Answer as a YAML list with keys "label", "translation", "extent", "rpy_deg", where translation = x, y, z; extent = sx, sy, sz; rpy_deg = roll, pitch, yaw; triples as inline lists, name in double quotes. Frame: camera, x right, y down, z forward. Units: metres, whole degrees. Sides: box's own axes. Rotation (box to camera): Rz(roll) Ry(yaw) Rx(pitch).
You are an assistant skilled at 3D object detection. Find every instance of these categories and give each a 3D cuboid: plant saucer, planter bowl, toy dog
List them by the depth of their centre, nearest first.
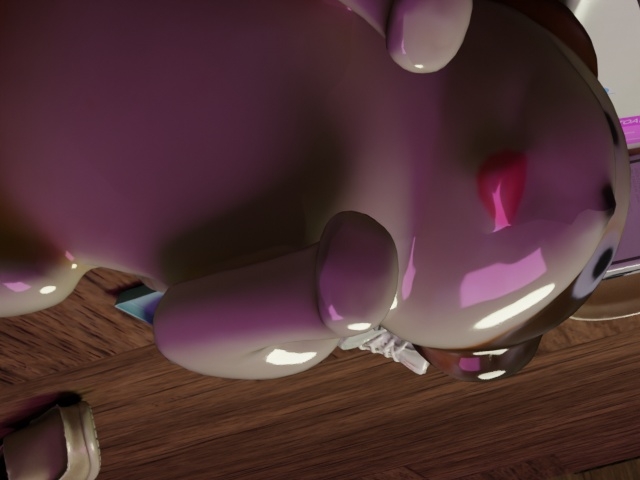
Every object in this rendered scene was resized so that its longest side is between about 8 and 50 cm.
- label: "toy dog"
  translation: [-0.028, -0.043, 0.704]
  extent: [0.408, 0.284, 0.395]
  rpy_deg: [11, 171, -7]
- label: "planter bowl"
  translation: [0.311, 0.002, 1.288]
  extent: [0.162, 0.109, 0.162]
  rpy_deg: [-9, 158, -4]
- label: "plant saucer"
  translation: [-0.148, 0.079, 1.366]
  extent: [0.067, 0.018, 0.192]
  rpy_deg: [-18, 156, 15]

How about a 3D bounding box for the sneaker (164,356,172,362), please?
- label: "sneaker"
  translation: [-0.096, 0.092, 1.313]
  extent: [0.170, 0.074, 0.063]
  rpy_deg: [-34, 153, 21]

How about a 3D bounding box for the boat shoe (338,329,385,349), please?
- label: "boat shoe"
  translation: [0.129, 0.039, 1.224]
  extent: [0.302, 0.103, 0.113]
  rpy_deg: [-35, 165, 29]

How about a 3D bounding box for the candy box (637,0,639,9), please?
- label: "candy box"
  translation: [0.268, -0.219, 0.675]
  extent: [0.234, 0.159, 0.071]
  rpy_deg: [-10, 159, -2]

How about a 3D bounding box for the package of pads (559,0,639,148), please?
- label: "package of pads"
  translation: [0.221, -0.162, 0.865]
  extent: [0.229, 0.101, 0.296]
  rpy_deg: [-8, 157, -13]

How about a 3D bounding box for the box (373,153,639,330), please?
- label: "box"
  translation: [0.175, 0.001, 1.056]
  extent: [0.290, 0.087, 0.169]
  rpy_deg: [-13, 173, -1]

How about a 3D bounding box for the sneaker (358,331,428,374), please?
- label: "sneaker"
  translation: [0.076, 0.092, 1.377]
  extent: [0.232, 0.115, 0.090]
  rpy_deg: [-10, 158, -3]

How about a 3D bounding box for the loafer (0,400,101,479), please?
- label: "loafer"
  translation: [-0.358, 0.281, 1.634]
  extent: [0.092, 0.101, 0.268]
  rpy_deg: [-5, 158, -32]
